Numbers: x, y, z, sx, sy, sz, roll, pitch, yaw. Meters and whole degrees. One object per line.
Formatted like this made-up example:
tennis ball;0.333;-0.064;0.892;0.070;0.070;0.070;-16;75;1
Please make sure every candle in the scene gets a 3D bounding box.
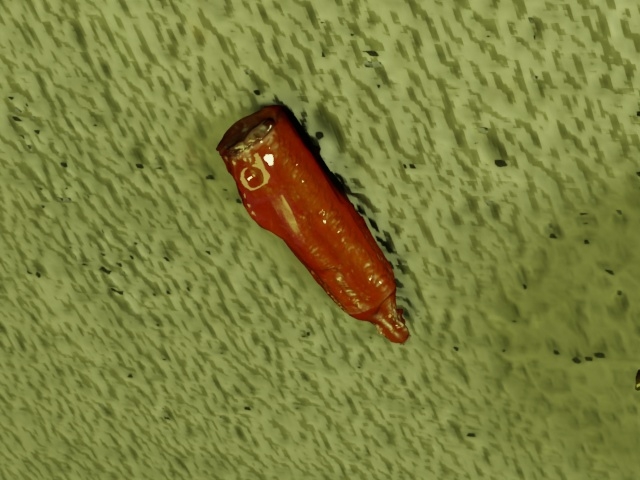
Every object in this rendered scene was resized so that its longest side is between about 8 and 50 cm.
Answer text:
candle;0.000;0.000;0.931;0.048;0.053;0.162;-6;130;43

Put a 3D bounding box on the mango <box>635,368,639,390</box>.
mango;0.317;0.091;0.704;0.381;0.201;0.225;20;129;10
